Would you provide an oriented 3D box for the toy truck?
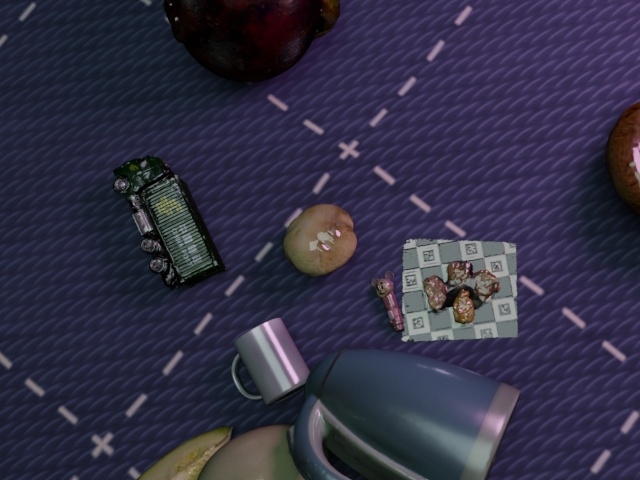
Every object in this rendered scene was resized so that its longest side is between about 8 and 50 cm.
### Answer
[{"bbox_3d":[-0.288,-0.038,1.825,0.121,0.088,0.259,-27,78,2],"label":"toy truck"}]

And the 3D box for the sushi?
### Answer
[{"bbox_3d":[0.251,0.086,1.762,0.210,0.040,0.193,0,79,6],"label":"sushi"}]

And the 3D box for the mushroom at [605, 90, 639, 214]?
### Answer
[{"bbox_3d":[0.622,-0.159,1.689,0.263,0.195,0.283,2,95,-1],"label":"mushroom"}]

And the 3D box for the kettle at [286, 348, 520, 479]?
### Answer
[{"bbox_3d":[0.117,0.318,1.607,0.342,0.247,0.319,22,38,14],"label":"kettle"}]

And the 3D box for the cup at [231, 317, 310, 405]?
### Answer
[{"bbox_3d":[-0.091,0.224,1.758,0.099,0.136,0.133,-23,75,-33],"label":"cup"}]

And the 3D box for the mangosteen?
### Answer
[{"bbox_3d":[-0.109,-0.456,1.783,0.359,0.306,0.306,-23,77,-9],"label":"mangosteen"}]

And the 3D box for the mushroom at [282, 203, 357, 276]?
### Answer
[{"bbox_3d":[0.000,0.000,1.771,0.148,0.148,0.112,-37,117,-2],"label":"mushroom"}]

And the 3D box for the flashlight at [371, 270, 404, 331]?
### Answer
[{"bbox_3d":[0.125,0.113,1.774,0.052,0.031,0.110,-27,76,34],"label":"flashlight"}]

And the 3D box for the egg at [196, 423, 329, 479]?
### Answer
[{"bbox_3d":[-0.098,0.416,1.662,0.253,0.188,0.188,-37,77,-11],"label":"egg"}]

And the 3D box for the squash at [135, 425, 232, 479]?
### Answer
[{"bbox_3d":[-0.279,0.417,1.723,0.169,0.093,0.252,27,81,-34],"label":"squash"}]
